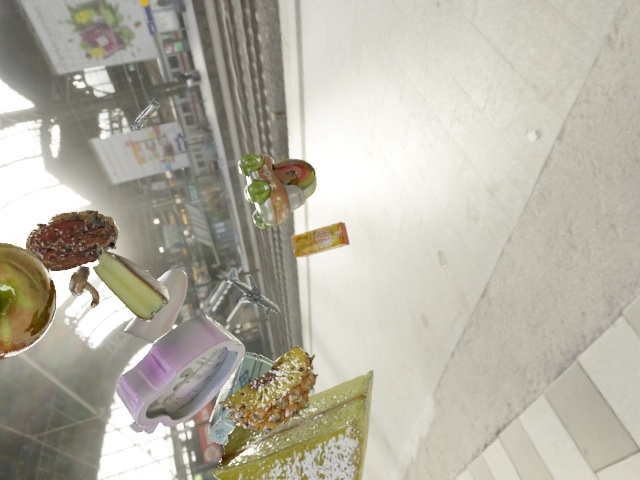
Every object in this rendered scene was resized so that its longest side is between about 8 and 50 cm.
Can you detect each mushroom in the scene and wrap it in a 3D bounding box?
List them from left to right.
[{"bbox_3d":[-0.689,0.138,1.396,0.088,0.073,0.129,-30,80,53],"label":"mushroom"}]

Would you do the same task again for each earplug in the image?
[{"bbox_3d":[-0.614,0.247,1.876,0.172,0.172,0.301,116,176,-74],"label":"earplug"}]

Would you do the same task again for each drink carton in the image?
[{"bbox_3d":[0.000,0.000,1.939,0.071,0.223,0.096,6,-111,-67],"label":"drink carton"}]

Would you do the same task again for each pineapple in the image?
[{"bbox_3d":[-0.089,0.333,1.035,0.135,0.233,0.079,34,153,44],"label":"pineapple"}]

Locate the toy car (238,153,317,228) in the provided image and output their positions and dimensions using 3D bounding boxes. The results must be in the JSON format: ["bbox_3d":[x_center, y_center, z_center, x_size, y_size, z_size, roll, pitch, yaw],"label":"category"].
[{"bbox_3d":[-0.112,-0.161,1.407,0.145,0.235,0.235,86,165,-52],"label":"toy car"}]

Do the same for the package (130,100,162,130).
[{"bbox_3d":[-0.515,-0.371,1.422,0.037,0.110,0.015,30,164,16],"label":"package"}]

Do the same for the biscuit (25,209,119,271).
[{"bbox_3d":[-0.969,-0.008,1.888,0.081,0.334,0.289,51,140,33],"label":"biscuit"}]

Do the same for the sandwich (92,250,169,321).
[{"bbox_3d":[-0.467,0.120,1.216,0.244,0.090,0.088,35,177,21],"label":"sandwich"}]

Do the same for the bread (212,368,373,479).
[{"bbox_3d":[-0.070,0.438,1.111,0.233,0.362,0.245,-51,-37,-72],"label":"bread"}]

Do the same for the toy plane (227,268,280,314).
[{"bbox_3d":[-0.238,0.189,1.691,0.226,0.058,0.226,42,147,8],"label":"toy plane"}]

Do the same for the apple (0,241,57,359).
[{"bbox_3d":[-0.678,0.124,0.981,0.226,0.246,0.246,-13,92,52],"label":"apple"}]

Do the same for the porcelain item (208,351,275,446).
[{"bbox_3d":[-0.276,0.562,1.698,0.281,0.157,0.286,-54,16,44],"label":"porcelain item"}]

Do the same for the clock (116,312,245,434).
[{"bbox_3d":[-0.357,0.350,1.249,0.102,0.338,0.338,41,154,22],"label":"clock"}]
